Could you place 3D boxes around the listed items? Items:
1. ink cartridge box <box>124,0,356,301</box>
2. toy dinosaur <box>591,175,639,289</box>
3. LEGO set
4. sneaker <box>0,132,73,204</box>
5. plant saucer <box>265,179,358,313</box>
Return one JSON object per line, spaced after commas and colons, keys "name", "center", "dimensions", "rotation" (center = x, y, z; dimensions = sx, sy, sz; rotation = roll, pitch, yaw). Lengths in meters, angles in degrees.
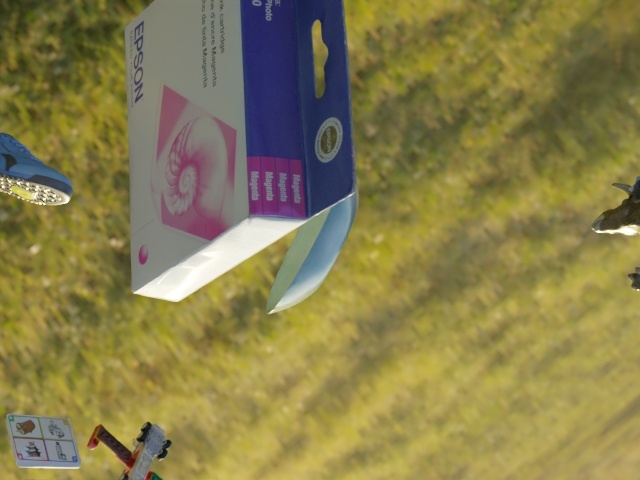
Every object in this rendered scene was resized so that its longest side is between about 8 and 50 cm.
{"name": "ink cartridge box", "center": [-0.094, -0.141, 1.585], "dimensions": [0.071, 0.324, 0.330], "rotation": [11, 154, -32]}
{"name": "toy dinosaur", "center": [0.417, 0.004, 1.594], "dimensions": [0.160, 0.313, 0.121], "rotation": [-45, 147, -43]}
{"name": "LEGO set", "center": [-0.193, 0.257, 1.474], "dimensions": [0.060, 0.182, 0.244], "rotation": [-35, 153, 31]}
{"name": "sneaker", "center": [-0.388, -0.101, 1.959], "dimensions": [0.082, 0.209, 0.069], "rotation": [-64, 147, -21]}
{"name": "plant saucer", "center": [0.000, 0.000, 1.694], "dimensions": [0.195, 0.037, 0.195], "rotation": [-61, -172, 15]}
